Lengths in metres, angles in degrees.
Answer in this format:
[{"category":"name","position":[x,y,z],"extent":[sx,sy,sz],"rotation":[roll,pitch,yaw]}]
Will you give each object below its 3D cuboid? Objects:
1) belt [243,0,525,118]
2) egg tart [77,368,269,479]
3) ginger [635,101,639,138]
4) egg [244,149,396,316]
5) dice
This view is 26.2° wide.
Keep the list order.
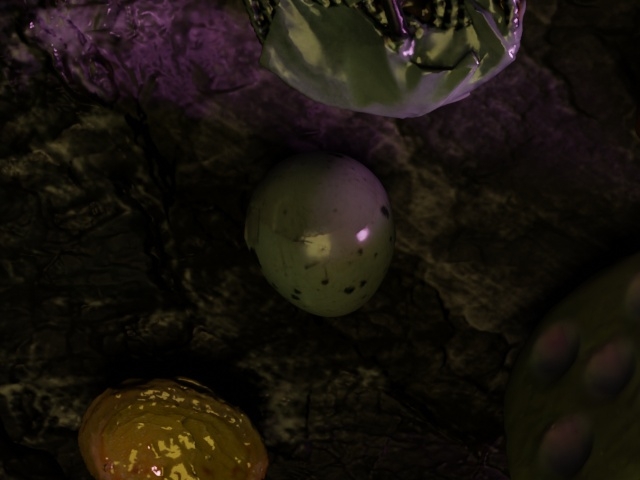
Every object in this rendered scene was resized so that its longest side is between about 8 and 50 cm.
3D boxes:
[{"category":"belt","position":[0.045,-0.217,1.037],"extent":[0.207,0.150,0.257],"rotation":[-9,120,20]},{"category":"egg tart","position":[-0.143,0.197,1.356],"extent":[0.191,0.074,0.191],"rotation":[2,123,3]},{"category":"ginger","position":[0.392,-0.059,1.136],"extent":[0.309,0.107,0.133],"rotation":[37,104,-22]},{"category":"egg","position":[0.000,0.000,1.189],"extent":[0.131,0.131,0.164],"rotation":[-1,128,5]},{"category":"dice","position":[0.327,0.168,1.186],"extent":[0.252,0.254,0.250],"rotation":[36,124,-27]}]
